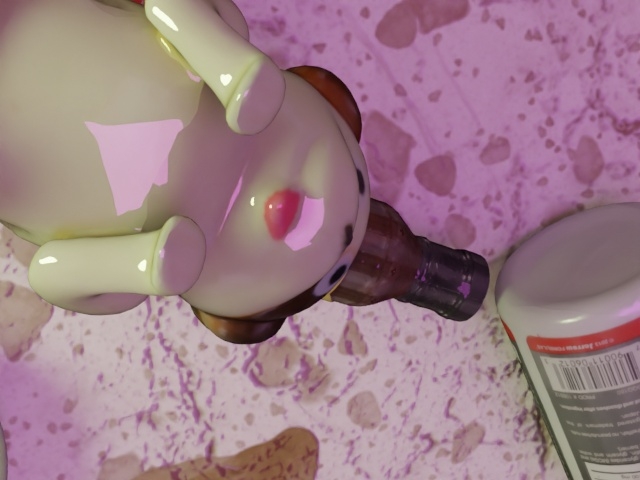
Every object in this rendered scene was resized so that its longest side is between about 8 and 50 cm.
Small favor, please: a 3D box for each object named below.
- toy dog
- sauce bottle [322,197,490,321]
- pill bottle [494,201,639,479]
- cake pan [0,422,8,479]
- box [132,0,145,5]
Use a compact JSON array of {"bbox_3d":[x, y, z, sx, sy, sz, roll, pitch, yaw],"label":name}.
[{"bbox_3d":[-0.154,-0.061,1.148,0.408,0.395,0.284,21,79,-18],"label":"toy dog"},{"bbox_3d":[0.000,0.000,1.409,0.344,0.111,0.111,20,99,-24],"label":"sauce bottle"},{"bbox_3d":[0.330,0.161,1.534,0.210,0.210,0.363,-30,115,-10],"label":"pill bottle"},{"bbox_3d":[-0.429,0.204,1.343,0.293,0.054,0.293,-6,109,-19],"label":"cake pan"},{"bbox_3d":[-0.161,-0.186,1.303,0.232,0.087,0.058,29,94,-25],"label":"box"}]
